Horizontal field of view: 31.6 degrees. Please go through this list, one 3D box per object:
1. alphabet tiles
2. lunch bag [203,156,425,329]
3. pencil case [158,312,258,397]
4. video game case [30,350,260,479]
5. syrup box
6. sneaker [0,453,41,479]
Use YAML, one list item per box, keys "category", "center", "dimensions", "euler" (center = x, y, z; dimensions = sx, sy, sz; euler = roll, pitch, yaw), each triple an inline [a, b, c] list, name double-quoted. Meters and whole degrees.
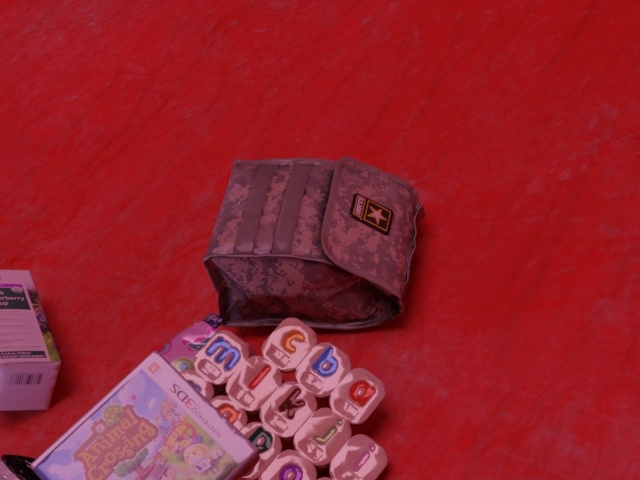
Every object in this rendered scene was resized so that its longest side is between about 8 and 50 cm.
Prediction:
- category: "alphabet tiles"
  center: [-0.063, 0.243, 1.430]
  dimensions: [0.284, 0.021, 0.278]
  euler: [35, 70, 17]
- category: "lunch bag"
  center: [0.000, 0.000, 1.636]
  dimensions: [0.287, 0.169, 0.235]
  euler: [0, 43, 12]
- category: "pencil case"
  center: [-0.212, 0.232, 1.511]
  dimensions: [0.124, 0.124, 0.284]
  euler: [23, 56, 38]
- category: "video game case"
  center: [-0.217, 0.271, 1.396]
  dimensions: [0.193, 0.023, 0.212]
  euler: [41, 72, 19]
- category: "syrup box"
  center: [-0.469, 0.145, 1.698]
  dimensions: [0.093, 0.096, 0.237]
  euler: [3, 33, -30]
- category: "sneaker"
  center: [-0.334, 0.384, 1.437]
  dimensions: [0.271, 0.100, 0.108]
  euler: [33, 96, 35]
